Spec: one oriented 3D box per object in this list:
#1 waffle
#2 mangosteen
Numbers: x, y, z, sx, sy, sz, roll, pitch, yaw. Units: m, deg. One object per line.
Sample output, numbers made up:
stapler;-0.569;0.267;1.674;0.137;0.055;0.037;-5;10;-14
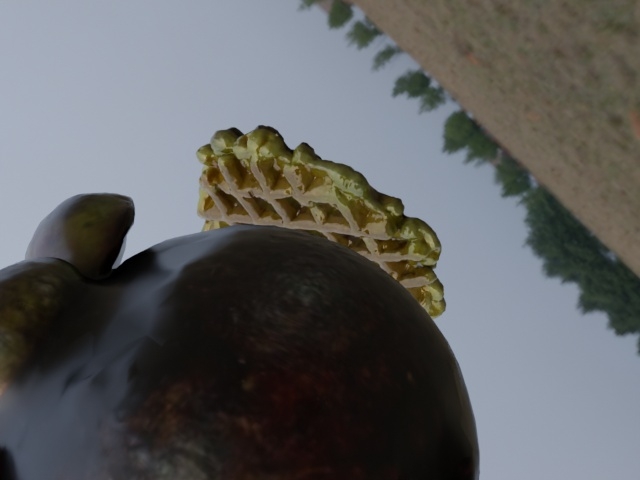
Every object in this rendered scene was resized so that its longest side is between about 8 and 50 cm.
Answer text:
waffle;-0.009;-0.003;0.934;0.300;0.058;0.281;21;152;19
mangosteen;-0.070;0.135;0.493;0.330;0.330;0.330;41;-168;-11
